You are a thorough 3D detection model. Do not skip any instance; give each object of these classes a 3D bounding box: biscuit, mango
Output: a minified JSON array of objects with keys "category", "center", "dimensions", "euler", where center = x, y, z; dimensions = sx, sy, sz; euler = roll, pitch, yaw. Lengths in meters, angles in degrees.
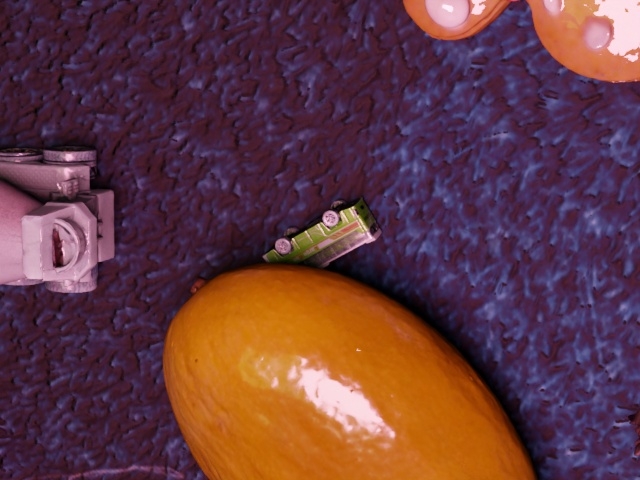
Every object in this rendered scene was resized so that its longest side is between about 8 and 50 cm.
[{"category":"biscuit","center":[0.120,-0.239,1.212],"dimensions":[0.340,0.047,0.216],"euler":[47,112,7]},{"category":"mango","center":[0.033,0.141,1.263],"dimensions":[0.331,0.142,0.195],"euler":[35,118,4]}]

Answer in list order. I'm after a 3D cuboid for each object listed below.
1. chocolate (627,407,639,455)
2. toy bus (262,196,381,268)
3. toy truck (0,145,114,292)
[{"category":"chocolate","center":[0.354,0.071,1.155],"dimensions":[0.321,0.112,0.112],"euler":[-40,94,20]},{"category":"toy bus","center":[0.000,0.000,1.304],"dimensions":[0.083,0.031,0.037],"euler":[-29,98,22]},{"category":"toy truck","center":[-0.269,-0.014,1.339],"dimensions":[0.256,0.140,0.108],"euler":[5,101,19]}]
